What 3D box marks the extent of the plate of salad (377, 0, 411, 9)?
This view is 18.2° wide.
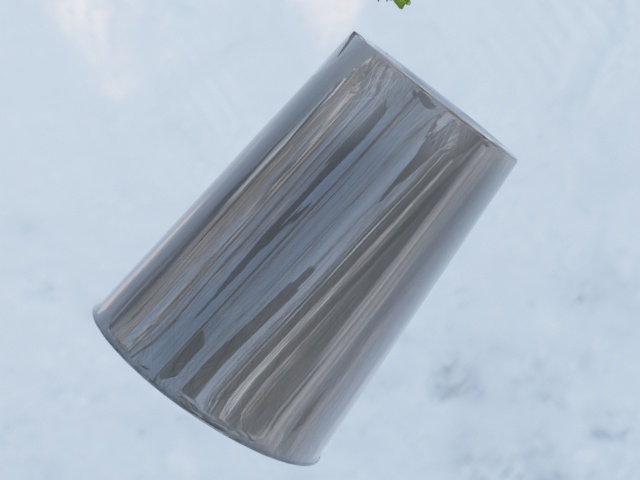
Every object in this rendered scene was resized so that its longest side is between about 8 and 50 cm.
[{"bbox_3d":[0.020,-0.197,1.344,0.200,0.200,0.048,17,112,25],"label":"plate of salad"}]

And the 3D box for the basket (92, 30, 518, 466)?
[{"bbox_3d":[0.000,0.000,1.206,0.154,0.204,0.227,41,98,27],"label":"basket"}]
